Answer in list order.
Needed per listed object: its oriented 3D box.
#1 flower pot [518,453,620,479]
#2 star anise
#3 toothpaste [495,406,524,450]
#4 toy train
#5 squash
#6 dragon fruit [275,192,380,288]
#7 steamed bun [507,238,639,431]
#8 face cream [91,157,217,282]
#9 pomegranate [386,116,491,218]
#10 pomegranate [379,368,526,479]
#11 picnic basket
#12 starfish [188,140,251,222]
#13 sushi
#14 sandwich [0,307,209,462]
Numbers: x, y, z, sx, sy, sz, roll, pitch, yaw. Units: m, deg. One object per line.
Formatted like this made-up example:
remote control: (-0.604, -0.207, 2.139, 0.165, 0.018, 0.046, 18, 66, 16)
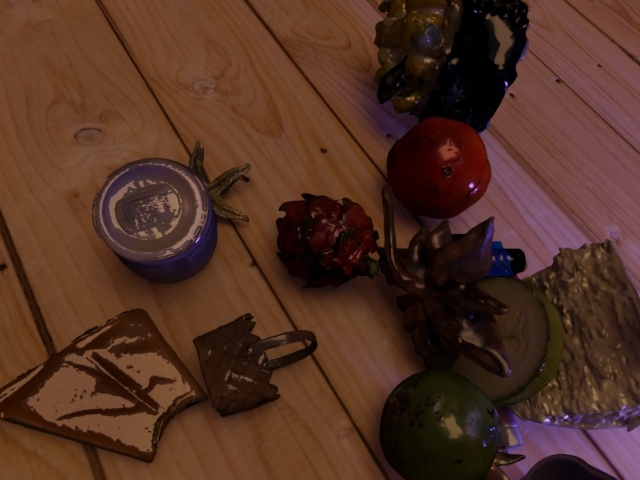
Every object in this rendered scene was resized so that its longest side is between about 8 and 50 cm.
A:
flower pot: (0.410, 0.452, 0.658, 0.243, 0.265, 0.265, 22, 55, -11)
star anise: (0.183, 0.075, 0.826, 0.109, 0.292, 0.349, -8, 95, -39)
toothpaste: (0.295, 0.263, 0.870, 0.067, 0.043, 0.194, -3, 53, -13)
toy train: (0.296, 0.049, 0.947, 0.204, 0.131, 0.082, -1, 58, -15)
squash: (0.295, 0.165, 0.832, 0.041, 0.219, 0.219, 22, 52, -27)
dragon fruit: (0.005, 0.001, 0.890, 0.182, 0.189, 0.182, 11, 74, -40)
steamed bun: (0.424, 0.181, 0.853, 0.273, 0.272, 0.290, 39, 44, -39)
face cream: (-0.263, -0.030, 0.822, 0.177, 0.153, 0.177, 2, 73, -6)
pomegranate: (0.247, -0.147, 1.020, 0.235, 0.210, 0.210, -15, 60, -51)
pomegranate: (0.200, 0.303, 0.752, 0.224, 0.181, 0.181, 42, 55, -13)
picnic basket: (-0.091, 0.179, 0.769, 0.178, 0.128, 0.137, -20, 67, -5)
starfish: (-0.211, -0.082, 0.948, 0.176, 0.053, 0.208, 36, 76, 8)
sushi: (0.255, -0.400, 1.092, 0.285, 0.328, 0.328, 12, 50, -6)
sandwich: (-0.312, 0.239, 0.718, 0.245, 0.063, 0.212, -34, 73, -28)
